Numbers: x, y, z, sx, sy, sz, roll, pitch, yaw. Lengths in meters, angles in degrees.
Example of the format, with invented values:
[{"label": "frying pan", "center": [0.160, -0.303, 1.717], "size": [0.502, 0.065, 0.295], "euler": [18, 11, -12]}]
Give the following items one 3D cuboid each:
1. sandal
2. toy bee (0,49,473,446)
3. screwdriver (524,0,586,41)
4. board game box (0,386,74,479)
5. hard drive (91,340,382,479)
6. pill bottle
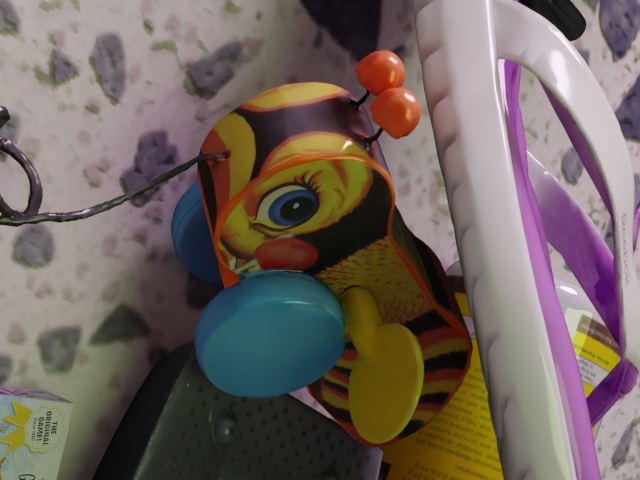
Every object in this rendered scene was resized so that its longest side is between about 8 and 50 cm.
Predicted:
[{"label": "sandal", "center": [0.110, -0.035, 0.655], "size": [0.169, 0.102, 0.416], "euler": [56, 25, -71]}, {"label": "toy bee", "center": [0.000, 0.000, 0.624], "size": [0.298, 0.162, 0.195], "euler": [18, 42, -59]}, {"label": "screwdriver", "center": [0.111, -0.168, 0.819], "size": [0.170, 0.024, 0.025], "euler": [30, 49, -43]}, {"label": "board game box", "center": [-0.173, 0.138, 0.596], "size": [0.103, 0.026, 0.154], "euler": [14, 89, -46]}, {"label": "hard drive", "center": [-0.065, 0.195, 0.673], "size": [0.172, 0.054, 0.255], "euler": [36, 64, -40]}, {"label": "pill bottle", "center": [0.094, 0.127, 0.797], "size": [0.117, 0.117, 0.215], "euler": [31, 77, -44]}]
